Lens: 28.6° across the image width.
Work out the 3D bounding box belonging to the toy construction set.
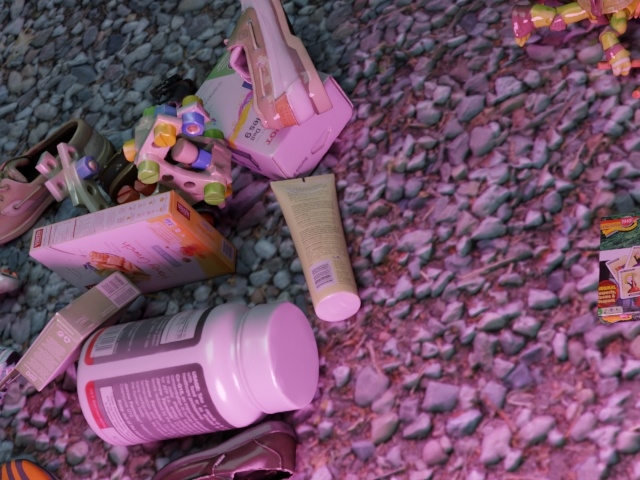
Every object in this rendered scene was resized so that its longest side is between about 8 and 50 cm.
[{"bbox_3d":[-0.255,-0.084,1.787,0.327,0.215,0.151,-15,57,38],"label":"toy construction set"}]

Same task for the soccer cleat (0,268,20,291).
[{"bbox_3d":[-0.551,0.074,1.989,0.196,0.068,0.076,5,79,35],"label":"soccer cleat"}]

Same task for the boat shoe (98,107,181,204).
[{"bbox_3d":[-0.261,-0.147,1.941,0.207,0.073,0.073,-39,50,4],"label":"boat shoe"}]

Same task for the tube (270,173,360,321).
[{"bbox_3d":[0.000,0.000,1.699,0.062,0.070,0.240,-42,45,28],"label":"tube"}]

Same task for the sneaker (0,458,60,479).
[{"bbox_3d":[-0.394,0.391,1.603,0.124,0.180,0.321,-36,49,7],"label":"sneaker"}]

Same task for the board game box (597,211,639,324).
[{"bbox_3d":[0.447,0.020,1.429,0.259,0.030,0.136,-8,55,27],"label":"board game box"}]

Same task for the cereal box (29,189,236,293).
[{"bbox_3d":[-0.264,0.015,1.773,0.240,0.173,0.047,-15,55,24],"label":"cereal box"}]

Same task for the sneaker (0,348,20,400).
[{"bbox_3d":[-0.499,0.205,1.887,0.069,0.038,0.098,4,54,35],"label":"sneaker"}]

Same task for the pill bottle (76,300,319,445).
[{"bbox_3d":[-0.155,0.169,1.613,0.283,0.161,0.161,-12,56,25],"label":"pill bottle"}]

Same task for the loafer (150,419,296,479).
[{"bbox_3d":[-0.126,0.302,1.562,0.220,0.080,0.078,-30,49,11],"label":"loafer"}]

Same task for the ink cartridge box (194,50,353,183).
[{"bbox_3d":[-0.081,-0.186,1.844,0.212,0.093,0.154,26,76,37],"label":"ink cartridge box"}]

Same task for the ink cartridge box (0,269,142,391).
[{"bbox_3d":[-0.367,0.156,1.750,0.056,0.171,0.235,43,118,1],"label":"ink cartridge box"}]

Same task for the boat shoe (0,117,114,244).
[{"bbox_3d":[-0.480,-0.094,2.024,0.302,0.098,0.109,-31,49,11],"label":"boat shoe"}]

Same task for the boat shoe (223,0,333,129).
[{"bbox_3d":[-0.083,-0.277,1.770,0.103,0.113,0.302,-27,49,2],"label":"boat shoe"}]

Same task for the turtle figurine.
[{"bbox_3d":[0.364,-0.304,1.648,0.217,0.087,0.269,2,62,32],"label":"turtle figurine"}]

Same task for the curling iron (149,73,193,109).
[{"bbox_3d":[-0.221,-0.217,1.902,0.068,0.035,0.274,-31,16,0],"label":"curling iron"}]
